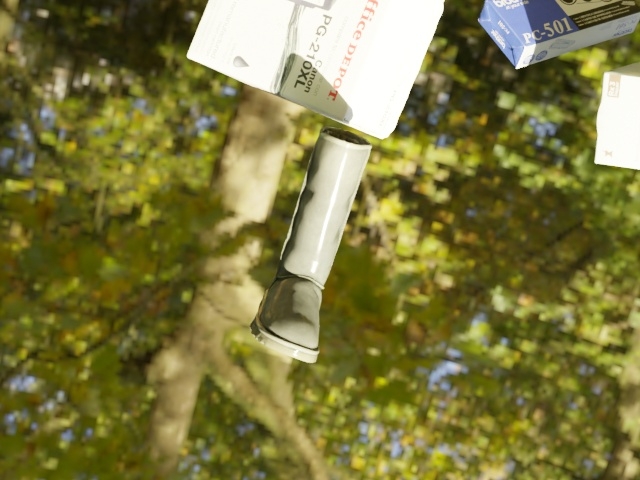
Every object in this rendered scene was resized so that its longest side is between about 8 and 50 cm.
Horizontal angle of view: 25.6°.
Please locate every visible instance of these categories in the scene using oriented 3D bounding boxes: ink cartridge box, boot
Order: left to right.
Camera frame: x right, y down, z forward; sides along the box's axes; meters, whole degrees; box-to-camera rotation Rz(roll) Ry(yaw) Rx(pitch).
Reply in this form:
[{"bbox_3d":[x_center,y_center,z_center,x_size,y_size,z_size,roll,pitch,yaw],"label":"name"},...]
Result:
[{"bbox_3d":[-0.007,-0.236,1.561,0.237,0.172,0.100,25,-174,32],"label":"ink cartridge box"},{"bbox_3d":[-0.002,-0.001,1.397,0.076,0.208,0.189,23,-166,-15],"label":"boot"},{"bbox_3d":[0.327,-0.305,1.908,0.207,0.046,0.097,-19,-120,-25],"label":"ink cartridge box"}]

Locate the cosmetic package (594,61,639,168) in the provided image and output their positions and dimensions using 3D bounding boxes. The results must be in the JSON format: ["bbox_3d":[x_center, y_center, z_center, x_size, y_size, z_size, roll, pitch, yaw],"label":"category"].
[{"bbox_3d":[0.423,-0.162,1.756,0.085,0.117,0.231,11,-162,28],"label":"cosmetic package"}]
